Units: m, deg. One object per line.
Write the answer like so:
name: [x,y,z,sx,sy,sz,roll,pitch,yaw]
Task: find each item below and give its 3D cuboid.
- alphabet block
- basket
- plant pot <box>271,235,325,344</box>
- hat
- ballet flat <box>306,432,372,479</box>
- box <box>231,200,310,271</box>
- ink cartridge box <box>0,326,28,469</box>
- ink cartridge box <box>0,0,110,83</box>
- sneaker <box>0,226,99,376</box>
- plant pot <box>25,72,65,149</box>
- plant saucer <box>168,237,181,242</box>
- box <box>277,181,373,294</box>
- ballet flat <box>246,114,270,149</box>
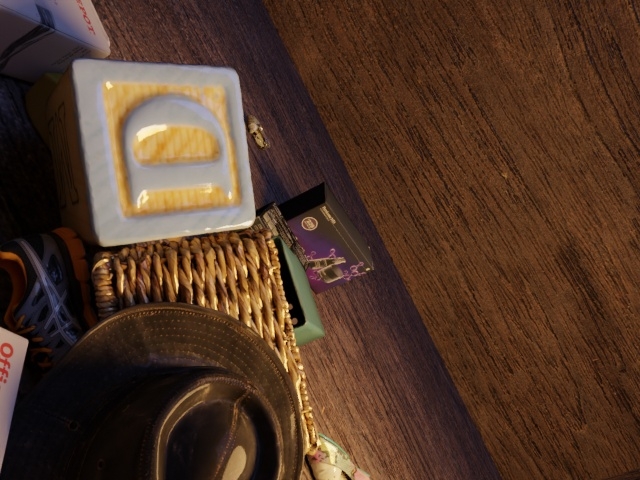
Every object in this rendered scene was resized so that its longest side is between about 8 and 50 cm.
alphabet block: [-0.214,-0.099,0.651,0.192,0.197,0.194,-7,95,-35]
basket: [-0.168,0.152,0.659,0.223,0.213,0.299,-12,87,-35]
plant pot: [-0.087,0.128,0.982,0.234,0.165,0.166,48,21,-65]
hat: [-0.119,0.215,0.468,0.331,0.134,0.331,8,77,-34]
ballet flat: [0.031,0.452,1.018,0.221,0.076,0.079,53,41,-34]
box: [-0.110,0.018,1.217,0.180,0.077,0.147,60,16,-12]
ink cartridge box: [-0.328,0.106,0.366,0.203,0.086,0.148,46,23,-45]
ink cartridge box: [-0.432,-0.332,0.656,0.211,0.121,0.289,65,16,5]
sneaker: [-0.287,0.092,0.561,0.083,0.084,0.215,-7,71,-49]
plant pot: [-0.362,-0.189,0.747,0.083,0.081,0.081,50,18,-7]
plant saucer: [-0.264,-0.037,0.926,0.083,0.015,0.083,55,18,-27]
box: [0.000,0.000,1.402,0.261,0.184,0.103,52,19,-33]
ballet flat: [-0.189,-0.321,1.575,0.114,0.041,0.041,59,16,-14]
